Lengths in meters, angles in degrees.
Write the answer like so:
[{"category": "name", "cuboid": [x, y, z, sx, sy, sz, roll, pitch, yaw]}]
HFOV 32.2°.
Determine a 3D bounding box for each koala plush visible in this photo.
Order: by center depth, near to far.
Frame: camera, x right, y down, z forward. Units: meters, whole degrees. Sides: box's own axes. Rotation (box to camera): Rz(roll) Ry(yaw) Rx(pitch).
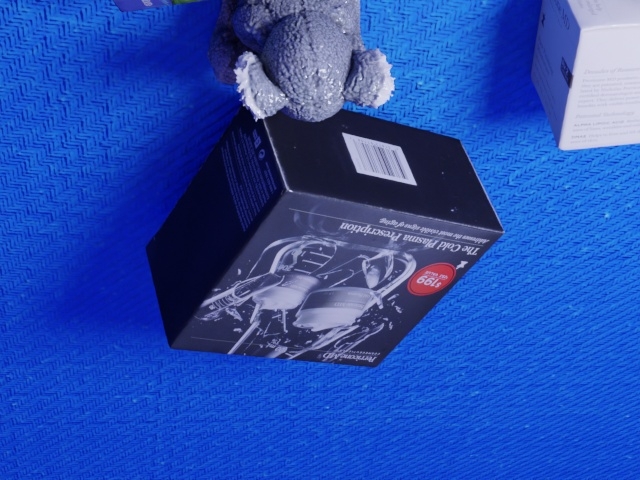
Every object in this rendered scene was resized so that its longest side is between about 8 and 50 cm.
[{"category": "koala plush", "cuboid": [-0.023, -0.216, 1.226, 0.196, 0.221, 0.203, -1, 136, -8]}]

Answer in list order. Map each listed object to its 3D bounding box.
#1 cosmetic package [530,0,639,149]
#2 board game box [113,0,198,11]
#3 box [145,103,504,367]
[{"category": "cosmetic package", "cuboid": [0.352, -0.229, 1.332, 0.152, 0.151, 0.183, -6, 136, -3]}, {"category": "board game box", "cuboid": [-0.098, -0.340, 1.039, 0.318, 0.065, 0.318, -7, 161, 11]}, {"category": "box", "cuboid": [0.000, 0.000, 1.454, 0.343, 0.179, 0.312, 9, 136, -34]}]
